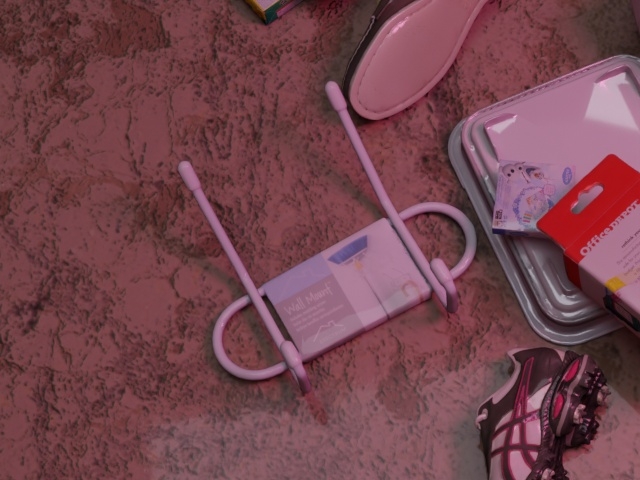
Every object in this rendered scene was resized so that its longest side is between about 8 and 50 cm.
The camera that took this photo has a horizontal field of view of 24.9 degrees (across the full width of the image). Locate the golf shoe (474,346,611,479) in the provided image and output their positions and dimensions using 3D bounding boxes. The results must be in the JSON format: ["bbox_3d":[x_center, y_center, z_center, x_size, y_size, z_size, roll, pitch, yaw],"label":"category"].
[{"bbox_3d":[0.222,0.243,1.619,0.120,0.105,0.273,15,63,31],"label":"golf shoe"}]

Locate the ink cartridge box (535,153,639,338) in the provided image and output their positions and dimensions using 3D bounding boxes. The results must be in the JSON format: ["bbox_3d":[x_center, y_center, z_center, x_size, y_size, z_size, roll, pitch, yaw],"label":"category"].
[{"bbox_3d":[0.366,0.024,1.607,0.134,0.078,0.231,-42,60,-9],"label":"ink cartridge box"}]

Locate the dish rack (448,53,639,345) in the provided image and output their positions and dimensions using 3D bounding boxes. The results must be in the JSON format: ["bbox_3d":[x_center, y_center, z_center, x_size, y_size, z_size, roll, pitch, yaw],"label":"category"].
[{"bbox_3d":[0.332,-0.066,1.740,0.285,0.072,0.333,-22,67,-2],"label":"dish rack"}]

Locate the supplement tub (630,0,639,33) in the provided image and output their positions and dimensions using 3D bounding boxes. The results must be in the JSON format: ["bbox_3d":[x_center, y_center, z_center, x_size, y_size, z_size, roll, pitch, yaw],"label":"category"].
[{"bbox_3d":[0.552,-0.306,1.723,0.316,0.228,0.228,-25,66,-3],"label":"supplement tub"}]

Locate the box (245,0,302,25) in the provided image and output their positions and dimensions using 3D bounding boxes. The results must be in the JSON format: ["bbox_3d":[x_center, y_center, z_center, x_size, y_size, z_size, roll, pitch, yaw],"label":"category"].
[{"bbox_3d":[-0.086,-0.384,1.952,0.105,0.043,0.179,-36,69,-7],"label":"box"}]

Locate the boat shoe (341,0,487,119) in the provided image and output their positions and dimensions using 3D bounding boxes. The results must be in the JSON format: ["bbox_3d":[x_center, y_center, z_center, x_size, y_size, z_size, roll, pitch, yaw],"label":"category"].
[{"bbox_3d":[0.129,-0.296,1.850,0.324,0.116,0.097,-54,38,-3],"label":"boat shoe"}]

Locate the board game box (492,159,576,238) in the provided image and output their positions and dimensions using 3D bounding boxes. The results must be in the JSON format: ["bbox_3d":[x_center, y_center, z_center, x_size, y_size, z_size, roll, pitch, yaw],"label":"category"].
[{"bbox_3d":[0.249,-0.048,1.694,0.090,0.020,0.090,5,68,11],"label":"board game box"}]

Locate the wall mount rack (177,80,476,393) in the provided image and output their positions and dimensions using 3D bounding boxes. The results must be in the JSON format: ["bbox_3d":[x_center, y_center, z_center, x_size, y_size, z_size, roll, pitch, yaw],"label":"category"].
[{"bbox_3d":[0.000,0.000,1.725,0.350,0.130,0.304,-28,66,-5],"label":"wall mount rack"}]
